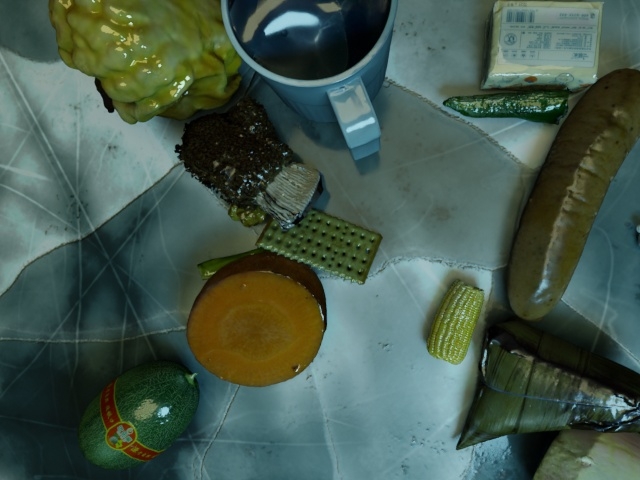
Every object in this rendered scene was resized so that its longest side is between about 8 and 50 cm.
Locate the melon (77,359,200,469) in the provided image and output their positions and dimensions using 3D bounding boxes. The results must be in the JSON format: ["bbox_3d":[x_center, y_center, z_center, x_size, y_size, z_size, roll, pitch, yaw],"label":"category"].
[{"bbox_3d":[-0.365,0.351,0.965,0.288,0.182,0.182,-39,87,5],"label":"melon"}]

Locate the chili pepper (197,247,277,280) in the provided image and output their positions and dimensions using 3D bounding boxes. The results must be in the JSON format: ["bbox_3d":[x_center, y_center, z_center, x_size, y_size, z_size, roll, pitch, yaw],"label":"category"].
[{"bbox_3d":[-0.164,0.042,0.993,0.202,0.051,0.050,-17,119,6],"label":"chili pepper"}]

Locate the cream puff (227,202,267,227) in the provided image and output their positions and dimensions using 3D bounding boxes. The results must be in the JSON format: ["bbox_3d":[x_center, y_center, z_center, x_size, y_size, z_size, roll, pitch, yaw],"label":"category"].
[{"bbox_3d":[-0.153,-0.061,0.989,0.084,0.083,0.058,-1,137,-4],"label":"cream puff"}]

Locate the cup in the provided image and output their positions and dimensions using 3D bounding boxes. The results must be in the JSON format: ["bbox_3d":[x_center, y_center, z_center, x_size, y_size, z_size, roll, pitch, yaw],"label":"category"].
[{"bbox_3d":[0.027,-0.338,0.826,0.331,0.311,0.256,39,96,3],"label":"cup"}]

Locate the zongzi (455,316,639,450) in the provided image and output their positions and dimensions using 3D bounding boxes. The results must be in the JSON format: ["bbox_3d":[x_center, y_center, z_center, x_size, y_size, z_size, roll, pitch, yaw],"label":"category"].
[{"bbox_3d":[0.415,0.328,0.871,0.286,0.138,0.299,25,100,31],"label":"zongzi"}]

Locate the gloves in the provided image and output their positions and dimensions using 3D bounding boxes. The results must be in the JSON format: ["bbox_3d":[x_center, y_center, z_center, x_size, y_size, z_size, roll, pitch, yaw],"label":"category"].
[{"bbox_3d":[-0.139,-0.158,0.925,0.313,0.135,0.210,27,65,0],"label":"gloves"}]

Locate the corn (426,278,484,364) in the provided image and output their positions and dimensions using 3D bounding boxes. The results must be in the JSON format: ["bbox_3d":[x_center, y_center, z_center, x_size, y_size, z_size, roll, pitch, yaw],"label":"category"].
[{"bbox_3d":[0.272,0.163,0.938,0.085,0.063,0.165,22,93,15],"label":"corn"}]

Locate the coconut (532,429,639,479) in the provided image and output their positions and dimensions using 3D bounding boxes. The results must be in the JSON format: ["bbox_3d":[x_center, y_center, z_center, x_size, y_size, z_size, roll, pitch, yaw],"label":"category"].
[{"bbox_3d":[0.533,0.465,0.840,0.260,0.259,0.258,0,92,7],"label":"coconut"}]

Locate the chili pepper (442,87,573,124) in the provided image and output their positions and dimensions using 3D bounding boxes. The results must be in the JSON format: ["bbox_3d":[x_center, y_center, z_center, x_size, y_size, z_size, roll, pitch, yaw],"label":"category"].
[{"bbox_3d":[0.353,-0.264,0.906,0.227,0.088,0.059,5,78,9],"label":"chili pepper"}]

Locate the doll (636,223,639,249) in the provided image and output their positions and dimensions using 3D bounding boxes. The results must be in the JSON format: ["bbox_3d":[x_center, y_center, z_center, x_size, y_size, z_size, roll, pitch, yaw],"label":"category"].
[{"bbox_3d":[0.678,0.059,0.883,0.227,0.057,0.114,46,105,8],"label":"doll"}]

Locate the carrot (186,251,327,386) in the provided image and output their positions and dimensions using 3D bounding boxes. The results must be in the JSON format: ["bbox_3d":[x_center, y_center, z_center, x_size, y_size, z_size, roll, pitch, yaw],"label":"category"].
[{"bbox_3d":[-0.133,0.166,0.951,0.307,0.100,0.258,-28,98,10],"label":"carrot"}]

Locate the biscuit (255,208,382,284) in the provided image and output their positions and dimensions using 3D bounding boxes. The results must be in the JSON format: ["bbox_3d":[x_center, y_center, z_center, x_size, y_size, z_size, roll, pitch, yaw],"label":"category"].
[{"bbox_3d":[0.000,0.000,0.952,0.232,0.016,0.139,22,56,6],"label":"biscuit"}]

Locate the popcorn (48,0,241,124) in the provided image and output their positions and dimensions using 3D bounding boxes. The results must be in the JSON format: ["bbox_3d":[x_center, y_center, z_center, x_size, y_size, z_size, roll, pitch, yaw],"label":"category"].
[{"bbox_3d":[-0.332,-0.376,0.880,0.382,0.349,0.348,-10,91,42],"label":"popcorn"}]

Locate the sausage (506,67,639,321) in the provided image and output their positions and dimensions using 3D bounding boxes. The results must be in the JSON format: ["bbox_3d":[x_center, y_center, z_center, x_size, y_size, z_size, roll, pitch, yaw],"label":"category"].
[{"bbox_3d":[0.467,-0.085,0.879,0.136,0.123,0.500,22,95,-19],"label":"sausage"}]

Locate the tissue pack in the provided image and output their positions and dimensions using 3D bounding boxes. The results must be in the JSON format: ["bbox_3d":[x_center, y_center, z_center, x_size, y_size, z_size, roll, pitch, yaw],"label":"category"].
[{"bbox_3d":[0.415,-0.365,0.888,0.197,0.092,0.148,5,92,8],"label":"tissue pack"}]
